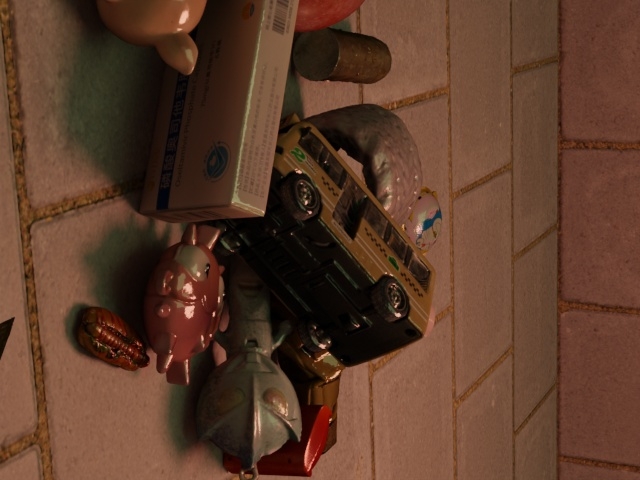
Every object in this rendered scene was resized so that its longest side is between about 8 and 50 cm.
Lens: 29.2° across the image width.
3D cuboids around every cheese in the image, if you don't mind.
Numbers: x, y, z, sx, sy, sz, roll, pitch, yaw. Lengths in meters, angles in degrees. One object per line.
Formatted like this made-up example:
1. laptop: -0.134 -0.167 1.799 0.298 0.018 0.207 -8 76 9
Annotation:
1. cheese: 0.178 -0.013 2.446 0.250 0.064 0.156 -43 132 -40

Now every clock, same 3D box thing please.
1. clock: -0.066 0.292 1.842 0.061 0.155 0.113 56 43 -40

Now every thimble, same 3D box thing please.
1. thimble: 0.038 -0.091 1.957 0.157 0.217 0.245 -23 133 -59

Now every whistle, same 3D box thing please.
1. whistle: -0.104 0.179 1.780 0.133 0.142 0.346 53 33 -68

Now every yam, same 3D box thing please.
1. yam: 0.043 -0.310 2.074 0.259 0.093 0.093 -11 103 -65

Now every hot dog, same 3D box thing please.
1. hot dog: -0.255 0.127 1.538 0.144 0.038 0.062 49 50 -58

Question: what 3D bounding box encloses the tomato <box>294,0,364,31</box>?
1. tomato: -0.018 -0.434 1.761 0.270 0.227 0.270 -8 98 -63

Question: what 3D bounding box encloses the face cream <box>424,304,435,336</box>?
1. face cream: 0.179 0.139 2.479 0.198 0.057 0.084 38 60 -63

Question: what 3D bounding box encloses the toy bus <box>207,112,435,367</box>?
1. toy bus: 0.000 0.000 1.775 0.365 0.177 0.201 49 37 -22

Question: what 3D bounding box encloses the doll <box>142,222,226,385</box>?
1. doll: -0.178 0.084 1.629 0.262 0.093 0.211 72 30 -64

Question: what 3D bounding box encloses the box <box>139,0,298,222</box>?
1. box: -0.128 -0.197 1.582 0.065 0.200 0.343 18 76 -40

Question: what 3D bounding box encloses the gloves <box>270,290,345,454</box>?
1. gloves: -0.025 0.172 1.929 0.154 0.141 0.331 -32 122 -60

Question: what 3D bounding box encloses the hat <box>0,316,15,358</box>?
1. hat: -0.372 0.134 1.262 0.146 0.067 0.146 -61 -166 26

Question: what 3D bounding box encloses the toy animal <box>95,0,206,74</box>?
1. toy animal: -0.180 -0.335 1.496 0.166 0.154 0.250 32 55 -14
